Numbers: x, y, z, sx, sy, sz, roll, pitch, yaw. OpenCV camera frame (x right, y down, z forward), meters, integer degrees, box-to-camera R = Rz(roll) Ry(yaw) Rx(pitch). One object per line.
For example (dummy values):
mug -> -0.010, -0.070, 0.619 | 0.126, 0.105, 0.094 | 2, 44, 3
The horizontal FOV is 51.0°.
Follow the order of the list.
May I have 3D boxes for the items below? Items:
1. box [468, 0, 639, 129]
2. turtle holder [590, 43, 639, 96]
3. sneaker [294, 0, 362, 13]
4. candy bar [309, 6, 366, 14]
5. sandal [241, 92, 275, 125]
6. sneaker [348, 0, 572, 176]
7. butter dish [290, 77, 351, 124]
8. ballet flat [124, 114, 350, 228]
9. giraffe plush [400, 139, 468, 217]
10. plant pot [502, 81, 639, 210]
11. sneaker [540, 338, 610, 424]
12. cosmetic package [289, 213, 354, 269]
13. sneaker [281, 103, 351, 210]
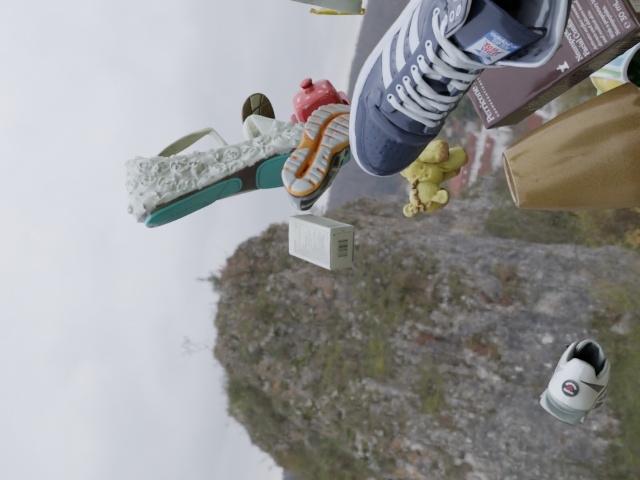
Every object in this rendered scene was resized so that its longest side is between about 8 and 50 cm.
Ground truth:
box -> 0.480, -0.413, 1.410 | 0.381, 0.143, 0.191 | -36, 76, 47
turtle holder -> 0.756, -0.439, 1.644 | 0.320, 0.243, 0.227 | -36, 18, 28
sneaker -> -0.029, -0.518, 1.207 | 0.108, 0.292, 0.169 | 41, 124, 42
candy bar -> 0.050, -0.653, 1.911 | 0.040, 0.161, 0.018 | -77, -13, -55
sandal -> -0.123, -0.216, 1.403 | 0.049, 0.072, 0.180 | 13, 122, 67
sneaker -> 0.113, -0.153, 0.600 | 0.282, 0.099, 0.153 | -61, 21, 29
butter dish -> -0.016, -0.354, 1.691 | 0.160, 0.159, 0.118 | -107, -10, -56
ballet flat -> -0.143, -0.146, 1.154 | 0.147, 0.408, 0.147 | 55, 156, 39
giraffe plush -> 0.290, -0.152, 1.782 | 0.181, 0.210, 0.171 | 124, 144, -60
plant pot -> 0.492, -0.154, 1.300 | 0.237, 0.254, 0.237 | -14, -90, -79
sneaker -> 0.567, 0.276, 1.429 | 0.330, 0.122, 0.146 | -9, -57, -64
cosmetic package -> 0.000, 0.000, 0.945 | 0.115, 0.041, 0.060 | 21, 114, 56
sneaker -> 0.003, -0.136, 1.067 | 0.215, 0.084, 0.083 | -54, -19, -30
